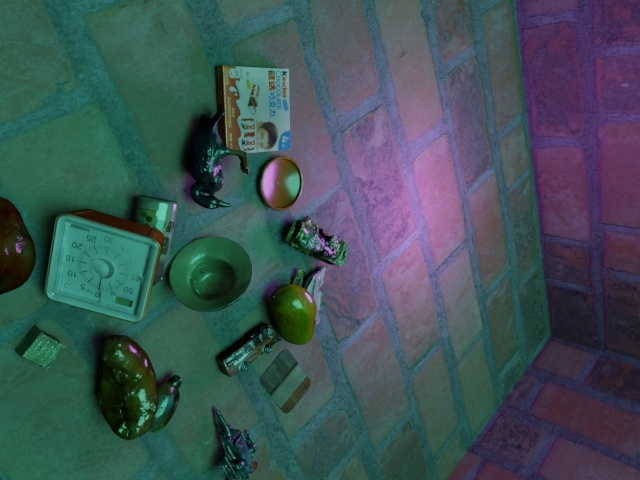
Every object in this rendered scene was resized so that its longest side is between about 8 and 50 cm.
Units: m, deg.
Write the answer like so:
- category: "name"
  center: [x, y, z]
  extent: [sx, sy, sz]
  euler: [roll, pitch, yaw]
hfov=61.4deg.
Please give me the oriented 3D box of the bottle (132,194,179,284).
- category: "bottle"
  center: [-0.484, 0.004, 1.538]
  extent: [0.120, 0.120, 0.253]
  euler: [10, 93, -45]

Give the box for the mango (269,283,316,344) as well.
- category: "mango"
  center: [-0.096, 0.273, 1.956]
  extent: [0.167, 0.130, 0.261]
  euler: [-7, 123, -2]

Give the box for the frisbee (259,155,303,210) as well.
- category: "frisbee"
  center: [-0.140, -0.199, 1.880]
  extent: [0.192, 0.035, 0.192]
  euler: [-12, 107, -42]

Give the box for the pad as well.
- category: "pad"
  center: [-0.162, 0.606, 2.044]
  extent: [0.250, 0.055, 0.323]
  euler: [61, 41, -35]

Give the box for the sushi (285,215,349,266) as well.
- category: "sushi"
  center: [-0.005, -0.001, 1.999]
  extent: [0.291, 0.131, 0.139]
  euler: [25, 84, -36]

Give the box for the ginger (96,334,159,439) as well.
- category: "ginger"
  center: [-0.558, 0.406, 1.550]
  extent: [0.165, 0.172, 0.321]
  euler: [-10, 104, -3]

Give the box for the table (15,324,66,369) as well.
- category: "table"
  center: [-0.729, 0.281, 1.408]
  extent: [0.079, 0.062, 0.083]
  euler: [-57, 132, -17]

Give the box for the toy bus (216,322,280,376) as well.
- category: "toy bus"
  center: [-0.251, 0.382, 1.894]
  extent: [0.235, 0.074, 0.096]
  euler: [-36, 116, -32]

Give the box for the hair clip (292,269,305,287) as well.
- category: "hair clip"
  center: [-0.089, 0.196, 2.029]
  extent: [0.060, 0.033, 0.188]
  euler: [-7, 111, -41]

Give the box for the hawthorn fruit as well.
- category: "hawthorn fruit"
  center: [-0.762, -0.001, 1.216]
  extent: [0.224, 0.224, 0.260]
  euler: [14, 70, -45]

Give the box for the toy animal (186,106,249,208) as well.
- category: "toy animal"
  center: [-0.313, -0.245, 1.620]
  extent: [0.186, 0.122, 0.298]
  euler: [-8, 104, -5]

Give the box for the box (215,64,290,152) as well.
- category: "box"
  center: [-0.211, -0.421, 1.747]
  extent: [0.265, 0.048, 0.273]
  euler: [-14, 109, -41]

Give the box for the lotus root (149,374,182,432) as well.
- category: "lotus root"
  center: [-0.495, 0.506, 1.674]
  extent: [0.192, 0.088, 0.113]
  euler: [-61, 149, -16]

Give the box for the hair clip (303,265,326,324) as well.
- category: "hair clip"
  center: [-0.021, 0.211, 2.070]
  extent: [0.140, 0.054, 0.220]
  euler: [-10, 108, -58]

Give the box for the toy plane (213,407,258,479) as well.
- category: "toy plane"
  center: [-0.303, 0.723, 1.902]
  extent: [0.223, 0.104, 0.326]
  euler: [-50, 132, -59]

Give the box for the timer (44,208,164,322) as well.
- category: "timer"
  center: [-0.555, 0.067, 1.400]
  extent: [0.258, 0.161, 0.250]
  euler: [17, 97, -8]

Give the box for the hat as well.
- category: "hat"
  center: [-0.334, 0.129, 1.686]
  extent: [0.257, 0.257, 0.130]
  euler: [-48, 161, -25]
